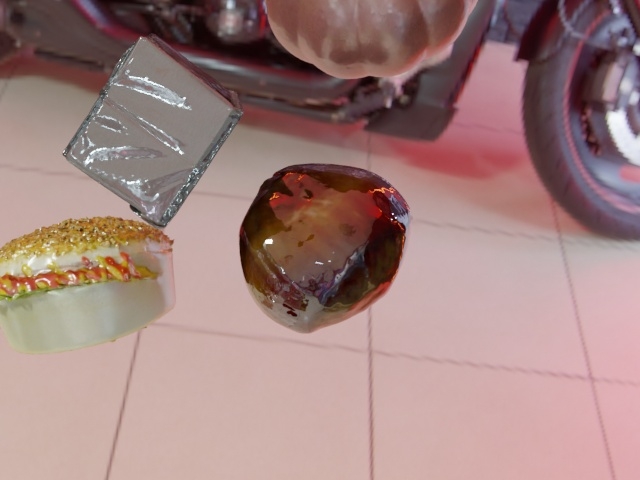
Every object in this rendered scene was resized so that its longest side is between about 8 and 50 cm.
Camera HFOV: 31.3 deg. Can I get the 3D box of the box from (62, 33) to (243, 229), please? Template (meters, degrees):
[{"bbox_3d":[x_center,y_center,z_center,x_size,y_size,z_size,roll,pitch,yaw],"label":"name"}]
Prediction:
[{"bbox_3d":[-0.206,-0.146,1.440,0.153,0.188,0.252,34,9,-10],"label":"box"}]

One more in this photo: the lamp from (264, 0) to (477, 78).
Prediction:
[{"bbox_3d":[0.065,-0.367,1.542,0.305,0.239,0.305,-5,53,6],"label":"lamp"}]

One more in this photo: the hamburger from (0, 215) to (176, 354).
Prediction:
[{"bbox_3d":[-0.346,0.055,1.662,0.276,0.179,0.294,-12,4,3],"label":"hamburger"}]

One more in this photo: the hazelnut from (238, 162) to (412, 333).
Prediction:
[{"bbox_3d":[0.000,0.000,1.485,0.217,0.217,0.251,27,49,20],"label":"hazelnut"}]
